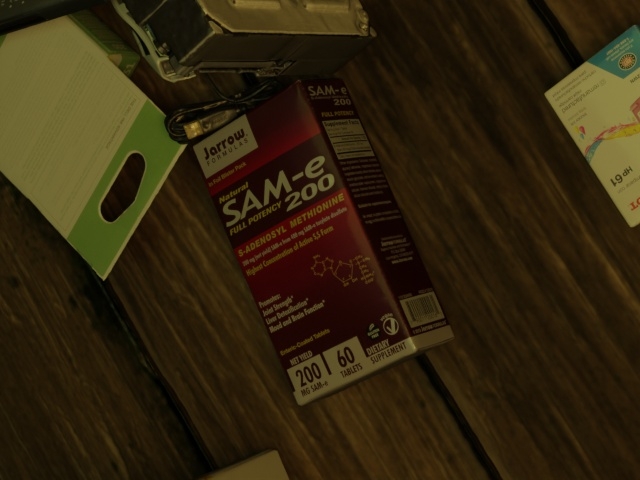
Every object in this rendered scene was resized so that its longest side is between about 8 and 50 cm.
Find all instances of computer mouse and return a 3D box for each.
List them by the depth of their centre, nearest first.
[{"bbox_3d":[-0.119,-0.172,1.277,0.106,0.042,0.193,-30,69,-5],"label":"computer mouse"}]

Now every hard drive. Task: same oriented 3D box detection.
[{"bbox_3d":[-0.112,-0.283,1.154,0.064,0.237,0.339,-37,76,30],"label":"hard drive"}]

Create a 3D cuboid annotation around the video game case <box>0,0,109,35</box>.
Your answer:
[{"bbox_3d":[-0.296,-0.280,1.354,0.274,0.026,0.196,-10,69,33],"label":"video game case"}]

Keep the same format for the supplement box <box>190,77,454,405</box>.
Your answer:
[{"bbox_3d":[0.000,0.000,1.216,0.130,0.073,0.239,-29,80,32],"label":"supplement box"}]

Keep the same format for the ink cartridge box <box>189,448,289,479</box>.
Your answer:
[{"bbox_3d":[-0.141,0.323,1.227,0.198,0.270,0.197,-29,82,31],"label":"ink cartridge box"}]

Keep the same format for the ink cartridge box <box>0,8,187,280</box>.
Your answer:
[{"bbox_3d":[-0.220,-0.103,1.350,0.235,0.056,0.171,43,116,19],"label":"ink cartridge box"}]

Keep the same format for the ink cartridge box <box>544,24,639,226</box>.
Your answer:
[{"bbox_3d":[0.237,-0.083,1.069,0.088,0.052,0.122,-38,77,29],"label":"ink cartridge box"}]
